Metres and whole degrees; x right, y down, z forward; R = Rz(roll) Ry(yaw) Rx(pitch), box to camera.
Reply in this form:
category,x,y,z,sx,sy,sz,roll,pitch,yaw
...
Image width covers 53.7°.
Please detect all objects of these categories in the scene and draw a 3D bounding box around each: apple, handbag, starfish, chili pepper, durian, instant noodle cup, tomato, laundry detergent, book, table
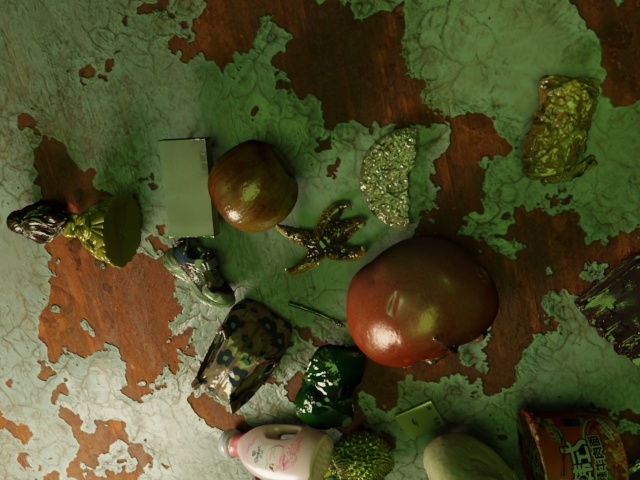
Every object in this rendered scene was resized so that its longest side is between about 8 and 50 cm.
category,x,y,z,sx,sy,sz,roll,pitch,yaw
apple,-0.156,-0.127,1.489,0.188,0.211,0.211,-34,96,15
handbag,0.734,0.157,1.467,0.203,0.074,0.216,44,110,-2
starfish,0.000,0.000,1.574,0.216,0.071,0.238,40,98,4
chili pepper,0.021,0.396,1.640,0.148,0.116,0.264,16,113,-19
durian,0.101,0.567,1.660,0.198,0.159,0.146,-21,87,48
instant noodle cup,0.599,0.515,1.512,0.192,0.250,0.250,-9,103,4
tomato,0.218,0.133,1.433,0.341,0.341,0.272,-28,84,16
handbag,-0.207,0.303,1.624,0.190,0.193,0.251,33,108,5
laundry detergent,-0.130,0.556,1.676,0.335,0.159,0.088,-3,134,36
book,0.262,0.474,1.673,0.111,0.014,0.077,-29,96,16
table,-0.312,-0.136,1.569,0.122,0.111,0.240,0,105,10

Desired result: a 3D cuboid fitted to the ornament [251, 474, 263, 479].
category,x,y,z,sx,sy,sz,roll,pitch,yaw
ornament,-0.107,0.684,1.720,0.178,0.177,0.177,3,105,10

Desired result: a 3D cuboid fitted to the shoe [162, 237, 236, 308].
category,x,y,z,sx,sy,sz,roll,pitch,yaw
shoe,-0.292,0.070,1.626,0.227,0.099,0.125,39,111,3

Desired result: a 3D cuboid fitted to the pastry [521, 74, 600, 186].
category,x,y,z,sx,sy,sz,roll,pitch,yaw
pastry,0.530,-0.234,1.385,0.154,0.102,0.249,10,105,11

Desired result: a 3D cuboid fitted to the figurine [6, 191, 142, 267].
category,x,y,z,sx,sy,sz,roll,pitch,yaw
figurine,-0.647,-0.041,1.657,0.315,0.168,0.187,6,117,19

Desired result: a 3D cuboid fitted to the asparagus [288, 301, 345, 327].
category,x,y,z,sx,sy,sz,roll,pitch,yaw
asparagus,-0.008,0.192,1.650,0.163,0.016,0.016,22,81,4

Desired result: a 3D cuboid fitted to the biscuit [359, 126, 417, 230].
category,x,y,z,sx,sy,sz,roll,pitch,yaw
biscuit,0.159,-0.149,1.517,0.133,0.032,0.249,7,107,10

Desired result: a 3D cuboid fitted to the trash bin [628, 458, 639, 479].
category,x,y,z,sx,sy,sz,roll,pitch,yaw
trash bin,0.899,0.688,1.502,0.256,0.296,0.367,-43,80,19

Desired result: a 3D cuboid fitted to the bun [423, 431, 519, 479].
category,x,y,z,sx,sy,sz,roll,pitch,yaw
bun,0.398,0.633,1.524,0.213,0.361,0.361,-24,100,-3
